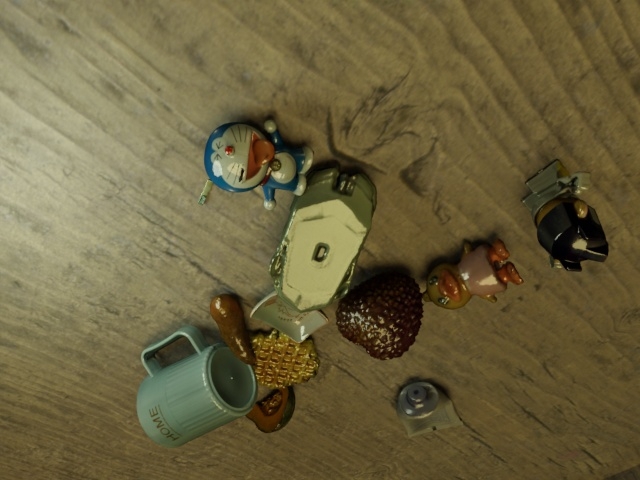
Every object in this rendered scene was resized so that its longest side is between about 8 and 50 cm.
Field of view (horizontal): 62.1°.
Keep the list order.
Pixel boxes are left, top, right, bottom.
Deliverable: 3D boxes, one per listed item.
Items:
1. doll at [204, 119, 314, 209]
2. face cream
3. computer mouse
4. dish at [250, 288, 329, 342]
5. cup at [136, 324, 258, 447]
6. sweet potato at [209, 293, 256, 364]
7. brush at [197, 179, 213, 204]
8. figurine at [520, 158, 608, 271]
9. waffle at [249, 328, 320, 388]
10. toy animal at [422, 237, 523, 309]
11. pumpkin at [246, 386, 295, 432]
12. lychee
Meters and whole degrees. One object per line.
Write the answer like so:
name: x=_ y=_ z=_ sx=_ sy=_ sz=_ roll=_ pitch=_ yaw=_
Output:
doll: x=-0.144 y=-0.179 z=1.254 sx=0.257 sy=0.161 sz=0.215 roll=5 pitch=102 yaw=-24
face cream: x=0.418 y=0.681 z=2.084 sx=0.235 sy=0.137 sz=0.420 roll=-19 pitch=138 yaw=9
computer mouse: x=0.001 y=-0.004 z=1.429 sx=0.228 sy=0.145 sz=0.428 roll=17 pitch=112 yaw=-10
dish: x=-0.095 y=0.218 z=1.650 sx=0.212 sy=0.077 sz=0.151 roll=34 pitch=121 yaw=-30
cup: x=-0.399 y=0.464 z=1.731 sx=0.311 sy=0.331 sz=0.257 roll=-29 pitch=156 yaw=25
sweet potato: x=-0.270 y=0.274 z=1.663 sx=0.098 sy=0.097 sz=0.291 roll=-14 pitch=123 yaw=6
brush: x=-0.299 y=-0.123 z=1.381 sx=0.016 sy=0.013 sz=0.083 roll=20 pitch=124 yaw=-19
figurine: x=0.620 y=-0.050 z=1.359 sx=0.143 sy=0.308 sz=0.308 roll=-16 pitch=130 yaw=14
waffle: x=-0.147 y=0.410 z=1.823 sx=0.282 sy=0.058 sz=0.300 roll=-10 pitch=129 yaw=4
toy animal: x=0.427 y=0.111 z=1.563 sx=0.281 sy=0.195 sz=0.169 roll=-26 pitch=168 yaw=11
pumpkin: x=-0.172 y=0.658 z=1.962 sx=0.111 sy=0.163 sz=0.278 roll=34 pitch=121 yaw=-28
lychee: x=0.188 y=0.212 z=1.581 sx=0.272 sy=0.271 sz=0.271 roll=-3 pitch=131 yaw=-3
